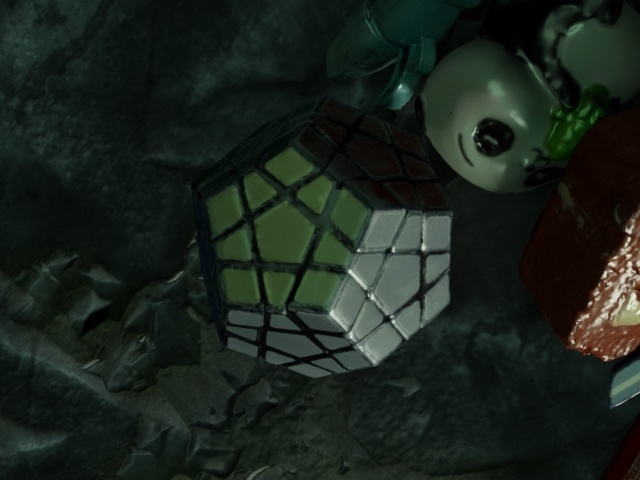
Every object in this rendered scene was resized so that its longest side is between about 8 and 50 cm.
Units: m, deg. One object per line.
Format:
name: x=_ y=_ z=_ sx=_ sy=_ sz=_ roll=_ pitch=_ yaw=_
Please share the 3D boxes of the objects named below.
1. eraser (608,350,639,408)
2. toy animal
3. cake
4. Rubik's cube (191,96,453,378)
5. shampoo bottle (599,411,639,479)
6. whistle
eraser: x=0.406 y=0.109 z=1.504 sx=0.225 sy=0.082 sz=0.036 roll=-34 pitch=82 yaw=13
toy animal: x=0.241 y=-0.174 z=1.499 sx=0.213 sy=0.212 sz=0.266 roll=34 pitch=97 yaw=16
cake: x=0.338 y=-0.007 z=1.443 sx=0.151 sy=0.177 sz=0.283 roll=-115 pitch=35 yaw=-47
Rubik's cube: x=0.000 y=0.000 z=1.540 sx=0.264 sy=0.319 sz=0.319 roll=-10 pitch=84 yaw=-10
shampoo bottle: x=0.373 y=0.275 z=1.512 sx=0.118 sy=0.076 sz=0.314 roll=30 pitch=97 yaw=17
whistle: x=0.093 y=-0.259 z=1.564 sx=0.274 sy=0.093 sz=0.186 roll=-32 pitch=52 yaw=49
